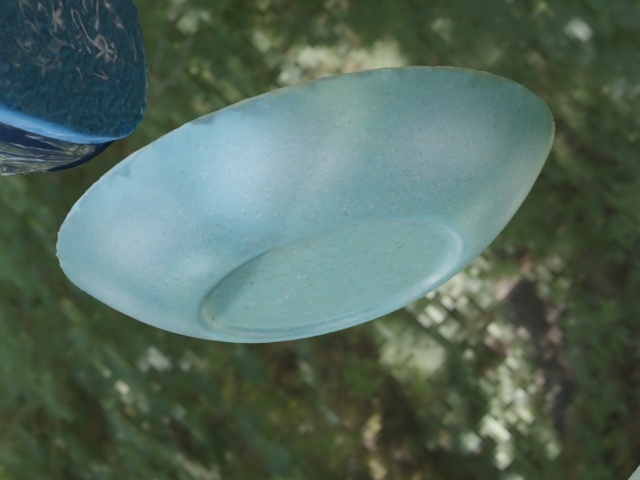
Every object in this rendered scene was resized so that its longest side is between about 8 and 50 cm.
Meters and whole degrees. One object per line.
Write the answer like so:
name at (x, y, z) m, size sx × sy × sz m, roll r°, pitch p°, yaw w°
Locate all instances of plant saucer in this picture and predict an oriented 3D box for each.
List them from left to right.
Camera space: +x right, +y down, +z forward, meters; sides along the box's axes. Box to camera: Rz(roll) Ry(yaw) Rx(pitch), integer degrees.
plant saucer at (0.000, 0.000, 0.710) m, size 0.195 × 0.195 × 0.037 m, roll 48°, pitch -155°, yaw -66°

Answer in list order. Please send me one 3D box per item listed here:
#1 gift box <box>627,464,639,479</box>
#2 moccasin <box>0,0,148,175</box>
gift box at (0.178, 0.214, 0.654) m, size 0.255 × 0.258 × 0.276 m, roll 30°, pitch -147°, yaw 0°
moccasin at (-0.200, -0.098, 0.510) m, size 0.342 × 0.117 × 0.137 m, roll 27°, pitch -136°, yaw -40°
